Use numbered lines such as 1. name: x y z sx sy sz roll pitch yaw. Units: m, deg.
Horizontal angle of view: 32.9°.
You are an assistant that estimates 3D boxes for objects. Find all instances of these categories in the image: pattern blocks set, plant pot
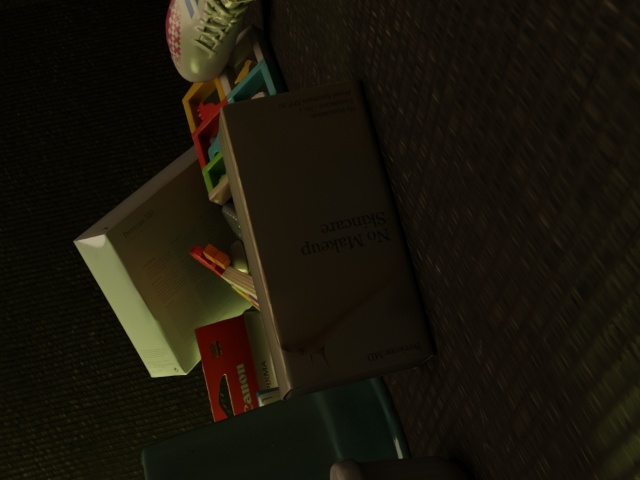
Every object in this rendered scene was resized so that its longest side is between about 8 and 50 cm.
1. pattern blocks set: -0.075 0.100 1.674 0.285 0.026 0.325 40 170 -15
2. plant pot: -0.056 0.365 1.484 0.341 0.334 0.341 168 90 -81

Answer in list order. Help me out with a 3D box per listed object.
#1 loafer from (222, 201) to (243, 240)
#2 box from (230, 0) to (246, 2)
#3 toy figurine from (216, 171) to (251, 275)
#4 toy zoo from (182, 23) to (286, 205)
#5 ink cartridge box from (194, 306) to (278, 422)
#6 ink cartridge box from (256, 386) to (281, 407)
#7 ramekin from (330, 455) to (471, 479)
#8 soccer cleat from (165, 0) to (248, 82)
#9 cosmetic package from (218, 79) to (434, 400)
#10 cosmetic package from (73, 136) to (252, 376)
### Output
1. loafer: -0.055 -0.016 1.668 0.251 0.087 0.094 35 158 42
2. box: -0.090 -0.383 1.413 0.170 0.091 0.130 -131 30 -72
3. toy figurine: -0.109 -0.035 1.866 0.213 0.148 0.209 136 121 -81
4. toy zoo: -0.142 -0.223 1.777 0.192 0.030 0.293 -43 45 26
5. ink cartridge box: -0.089 0.253 1.917 0.060 0.239 0.275 -10 94 42
6. ink cartridge box: -0.023 0.286 1.798 0.191 0.140 0.082 -165 63 -80
7. ramekin: 0.103 0.342 1.094 0.273 0.127 0.272 167 90 -81
8. soccer cleat: -0.165 -0.368 1.679 0.143 0.116 0.331 -120 33 -43
9. cosmetic package: 0.000 0.000 1.164 0.113 0.160 0.309 110 145 -74
10. cosmetic package: -0.230 0.019 1.941 0.377 0.097 0.284 -46 -61 -46
